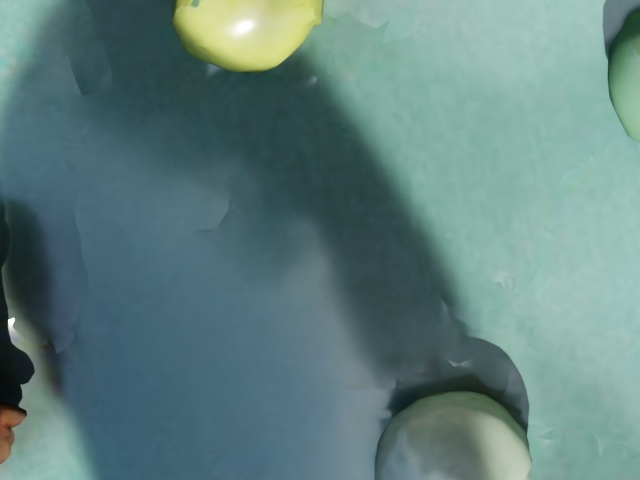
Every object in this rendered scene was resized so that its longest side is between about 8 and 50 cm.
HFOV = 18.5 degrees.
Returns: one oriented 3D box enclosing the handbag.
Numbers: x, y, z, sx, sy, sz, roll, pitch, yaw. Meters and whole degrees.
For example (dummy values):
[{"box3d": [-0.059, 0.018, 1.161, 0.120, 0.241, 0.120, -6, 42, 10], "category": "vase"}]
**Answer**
[{"box3d": [0.002, 0.000, 0.452, 0.274, 0.269, 0.100, -13, -173, 6], "category": "handbag"}]
